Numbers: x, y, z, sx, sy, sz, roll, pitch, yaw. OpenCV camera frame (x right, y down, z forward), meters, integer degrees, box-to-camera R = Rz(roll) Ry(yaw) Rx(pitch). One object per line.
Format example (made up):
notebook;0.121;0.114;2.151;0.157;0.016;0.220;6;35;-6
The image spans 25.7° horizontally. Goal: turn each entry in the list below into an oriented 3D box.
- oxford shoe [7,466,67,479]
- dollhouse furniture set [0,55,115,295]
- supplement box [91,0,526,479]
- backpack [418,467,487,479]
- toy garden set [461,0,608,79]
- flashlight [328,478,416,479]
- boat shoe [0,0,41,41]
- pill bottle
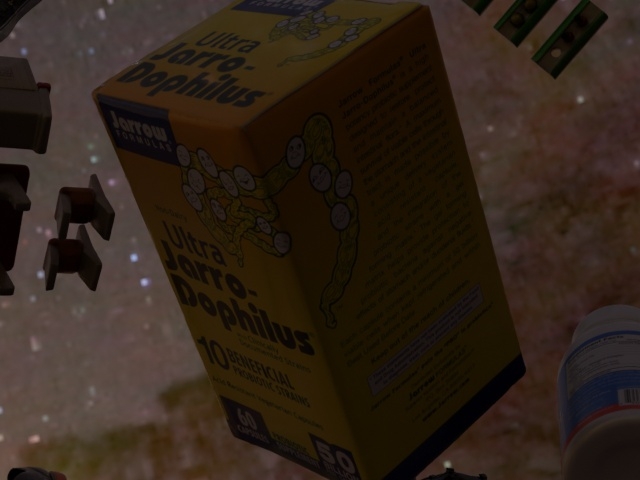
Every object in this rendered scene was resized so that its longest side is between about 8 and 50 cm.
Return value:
oxford shoe;-0.462;0.438;2.292;0.098;0.097;0.271;23;-1;-20
dollhouse furniture set;-0.381;-0.070;1.638;0.262;0.135;0.259;2;-57;-26
supplement box;0.000;0.000;1.136;0.195;0.357;0.194;-37;34;-30
backpack;0.160;0.360;1.896;0.114;0.084;0.105;-19;-25;35
toy garden set;0.285;-0.371;1.863;0.204;0.244;0.049;-49;-11;6
flashlight;0.025;0.160;1.573;0.103;0.304;0.103;-21;8;-25
boat shoe;-0.481;-0.352;2.068;0.065;0.183;0.083;1;-47;35
pill bottle;0.275;0.149;1.260;0.124;0.124;0.221;-23;19;18
